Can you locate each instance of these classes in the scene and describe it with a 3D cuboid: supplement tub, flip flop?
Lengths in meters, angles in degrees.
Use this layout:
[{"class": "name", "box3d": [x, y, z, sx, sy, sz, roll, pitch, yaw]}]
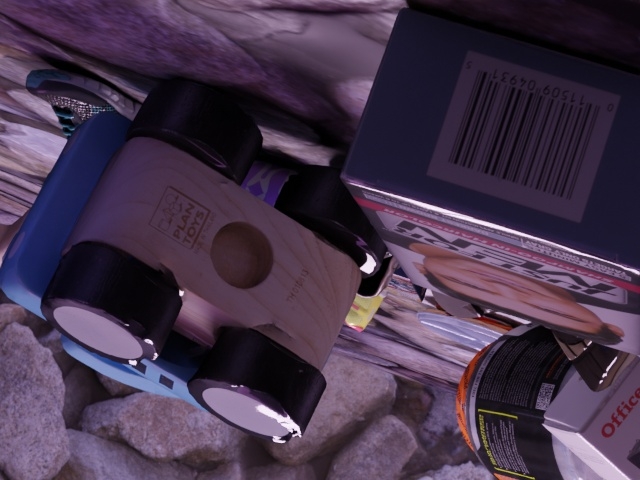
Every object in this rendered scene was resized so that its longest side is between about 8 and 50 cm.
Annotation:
[{"class": "supplement tub", "box3d": [0.293, 0.195, 2.094, 0.207, 0.207, 0.338, 22, 173, -20]}, {"class": "flip flop", "box3d": [0.256, 0.054, 1.642, 0.112, 0.080, 0.277, 58, 165, 13]}]

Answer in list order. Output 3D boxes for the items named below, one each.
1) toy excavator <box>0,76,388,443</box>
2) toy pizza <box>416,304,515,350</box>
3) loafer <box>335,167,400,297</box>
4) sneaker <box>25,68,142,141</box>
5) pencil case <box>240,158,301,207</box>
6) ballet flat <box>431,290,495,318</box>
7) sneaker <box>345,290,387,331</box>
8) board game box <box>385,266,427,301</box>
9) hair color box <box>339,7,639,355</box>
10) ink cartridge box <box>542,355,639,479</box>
[{"class": "toy excavator", "box3d": [-0.216, 0.016, 1.681, 0.433, 0.222, 0.445, 32, 155, -17]}, {"class": "toy pizza", "box3d": [0.222, 0.121, 2.443, 0.201, 0.032, 0.201, 20, 172, 3]}, {"class": "loafer", "box3d": [0.047, -0.001, 1.773, 0.096, 0.084, 0.267, 19, 173, 12]}, {"class": "sneaker", "box3d": [-0.210, -0.104, 1.725, 0.065, 0.076, 0.166, 12, 170, 42]}, {"class": "pencil case", "box3d": [-0.086, -0.042, 1.820, 0.206, 0.088, 0.086, 15, 173, 29]}, {"class": "ballet flat", "box3d": [0.210, 0.047, 1.851, 0.250, 0.058, 0.084, 2, 127, 51]}, {"class": "sneaker", "box3d": [-0.012, 0.057, 2.339, 0.208, 0.094, 0.081, 16, 174, 38]}, {"class": "board game box", "box3d": [0.000, 0.000, 2.082, 0.243, 0.042, 0.165, 19, 173, 10]}, {"class": "hair color box", "box3d": [0.141, -0.024, 1.227, 0.185, 0.114, 0.374, 18, 173, 12]}, {"class": "ink cartridge box", "box3d": [0.350, 0.187, 1.837, 0.218, 0.158, 0.092, 41, 170, -13]}]
